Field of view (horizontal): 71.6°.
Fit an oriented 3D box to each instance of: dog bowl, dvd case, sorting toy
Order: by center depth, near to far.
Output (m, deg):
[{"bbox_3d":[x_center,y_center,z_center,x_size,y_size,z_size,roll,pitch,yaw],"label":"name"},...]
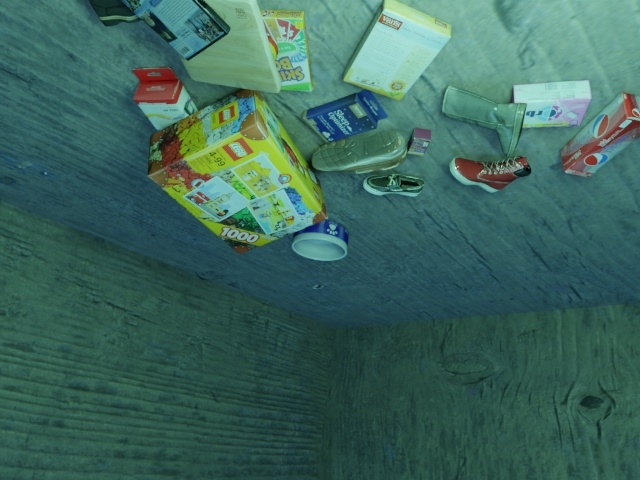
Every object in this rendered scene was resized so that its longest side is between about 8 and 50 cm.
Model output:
[{"bbox_3d":[-0.338,-0.512,0.953,0.180,0.022,0.253,-5,147,45],"label":"dvd case"},{"bbox_3d":[-0.228,-0.491,1.057,0.257,0.089,0.255,14,157,15],"label":"sorting toy"},{"bbox_3d":[0.000,0.000,2.114,0.265,0.104,0.265,6,156,3],"label":"dog bowl"}]

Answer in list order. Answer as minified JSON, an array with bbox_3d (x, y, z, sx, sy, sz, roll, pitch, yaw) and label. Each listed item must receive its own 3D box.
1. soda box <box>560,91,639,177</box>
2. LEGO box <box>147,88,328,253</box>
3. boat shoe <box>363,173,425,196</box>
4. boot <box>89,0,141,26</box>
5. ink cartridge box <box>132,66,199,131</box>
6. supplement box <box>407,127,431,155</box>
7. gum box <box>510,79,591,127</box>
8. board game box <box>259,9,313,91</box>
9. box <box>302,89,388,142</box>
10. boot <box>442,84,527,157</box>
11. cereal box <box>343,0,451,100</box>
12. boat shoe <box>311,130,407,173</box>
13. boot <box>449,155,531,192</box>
[{"bbox_3d":[0.787,-0.285,1.235,0.084,0.092,0.263,9,156,-4],"label":"soda box"},{"bbox_3d":[-0.249,-0.202,1.465,0.373,0.193,0.500,-22,144,14],"label":"LEGO box"},{"bbox_3d":[0.265,-0.209,1.603,0.220,0.077,0.070,3,158,-7],"label":"boat shoe"},{"bbox_3d":[-0.473,-0.576,1.016,0.198,0.076,0.137,-4,148,23],"label":"boot"},{"bbox_3d":[-0.470,-0.415,1.362,0.134,0.077,0.231,2,155,13],"label":"ink cartridge box"},{"bbox_3d":[0.309,-0.309,1.394,0.055,0.043,0.083,9,157,-1],"label":"supplement box"},{"bbox_3d":[0.603,-0.356,1.170,0.189,0.062,0.107,1,156,16],"label":"gum box"},{"bbox_3d":[-0.091,-0.478,1.159,0.124,0.039,0.259,6,159,8],"label":"board game box"},{"bbox_3d":[0.076,-0.371,1.343,0.225,0.036,0.136,-10,150,33],"label":"box"},{"bbox_3d":[0.436,-0.321,1.205,0.209,0.076,0.189,15,146,23],"label":"boot"},{"bbox_3d":[0.180,-0.459,1.094,0.173,0.047,0.240,15,155,-16],"label":"cereal box"},{"bbox_3d":[0.128,-0.266,1.461,0.325,0.123,0.116,-2,156,25],"label":"boat shoe"},{"bbox_3d":[0.553,-0.240,1.428,0.244,0.088,0.176,12,157,-28],"label":"boot"}]
